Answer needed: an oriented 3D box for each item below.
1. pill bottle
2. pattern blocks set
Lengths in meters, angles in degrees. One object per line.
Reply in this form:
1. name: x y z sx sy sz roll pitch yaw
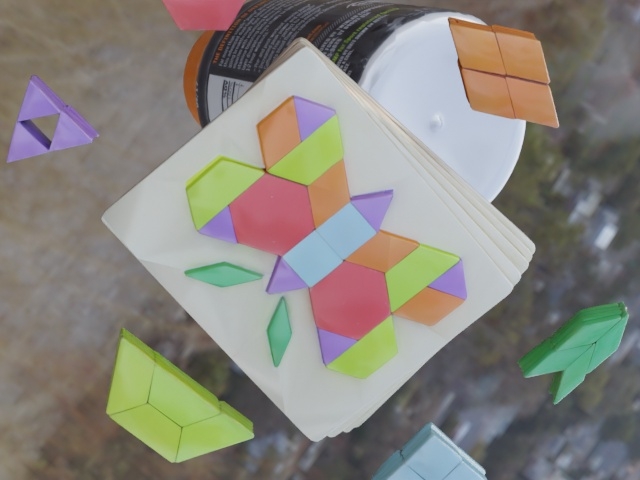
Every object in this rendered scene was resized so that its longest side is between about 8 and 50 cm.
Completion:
1. pill bottle: 0.006 -0.089 1.010 0.130 0.246 0.130 -8 106 -31
2. pattern blocks set: 0.000 0.000 0.801 0.285 0.325 0.026 -54 -164 14
